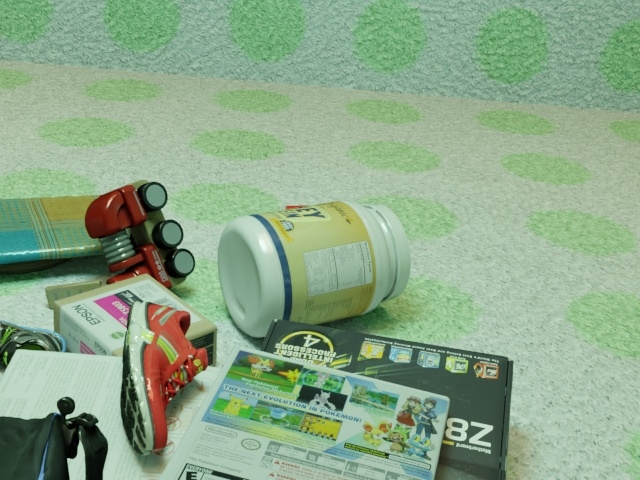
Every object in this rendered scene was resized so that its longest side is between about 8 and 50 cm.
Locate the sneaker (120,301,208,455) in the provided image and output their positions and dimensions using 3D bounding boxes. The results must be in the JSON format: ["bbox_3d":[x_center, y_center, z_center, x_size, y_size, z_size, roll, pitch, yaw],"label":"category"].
[{"bbox_3d":[-0.215,0.178,1.224,0.118,0.107,0.279,5,34,-14],"label":"sneaker"}]

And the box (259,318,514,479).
[{"bbox_3d":[0.076,0.276,1.302,0.394,0.097,0.318,10,38,10],"label":"box"}]

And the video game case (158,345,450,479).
[{"bbox_3d":[-0.011,0.276,1.164,0.328,0.036,0.300,12,33,10],"label":"video game case"}]

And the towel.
[{"bbox_3d":[-0.550,-0.027,1.851,0.369,0.040,0.271,-4,28,-22],"label":"towel"}]

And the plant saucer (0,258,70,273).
[{"bbox_3d":[-0.649,-0.008,1.882,0.277,0.041,0.278,3,26,-2],"label":"plant saucer"}]

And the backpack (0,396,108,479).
[{"bbox_3d":[-0.349,0.347,0.938,0.213,0.264,0.276,-2,23,-1],"label":"backpack"}]

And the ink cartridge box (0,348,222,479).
[{"bbox_3d":[-0.282,0.292,1.212,0.384,0.091,0.308,5,33,1],"label":"ink cartridge box"}]

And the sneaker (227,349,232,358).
[{"bbox_3d":[-0.101,0.231,1.477,0.135,0.052,0.058,15,44,17],"label":"sneaker"}]

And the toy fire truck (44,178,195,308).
[{"bbox_3d":[-0.402,0.024,1.683,0.158,0.217,0.246,-11,14,46],"label":"toy fire truck"}]

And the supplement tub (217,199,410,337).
[{"bbox_3d":[-0.011,0.046,1.662,0.316,0.229,0.228,-10,29,-29],"label":"supplement tub"}]

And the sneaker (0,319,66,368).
[{"bbox_3d":[-0.527,0.179,1.479,0.188,0.067,0.078,7,19,-2],"label":"sneaker"}]

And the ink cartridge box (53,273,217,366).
[{"bbox_3d":[-0.323,0.161,1.530,0.193,0.088,0.234,-17,34,-40],"label":"ink cartridge box"}]

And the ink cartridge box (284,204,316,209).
[{"bbox_3d":[0.000,0.000,1.932,0.134,0.078,0.231,-1,26,-13],"label":"ink cartridge box"}]
